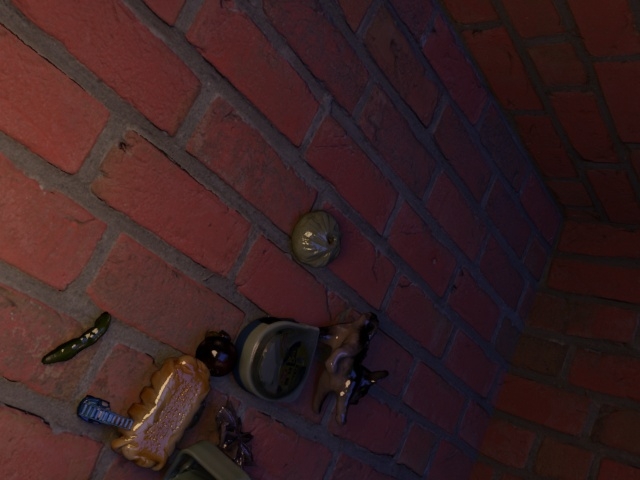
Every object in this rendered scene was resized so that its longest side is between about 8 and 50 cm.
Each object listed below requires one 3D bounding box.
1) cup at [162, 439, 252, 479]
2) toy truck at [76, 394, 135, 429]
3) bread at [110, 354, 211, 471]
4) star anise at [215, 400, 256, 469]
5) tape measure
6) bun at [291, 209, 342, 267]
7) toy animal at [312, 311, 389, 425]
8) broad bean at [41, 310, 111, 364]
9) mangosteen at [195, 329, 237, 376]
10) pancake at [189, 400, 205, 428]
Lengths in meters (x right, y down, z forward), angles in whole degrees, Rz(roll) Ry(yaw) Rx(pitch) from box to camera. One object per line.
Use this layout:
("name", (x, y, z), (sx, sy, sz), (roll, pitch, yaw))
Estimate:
("cup", (-0.289, 0.783, 1.746), (0.310, 0.392, 0.401), (-51, 125, -35))
("toy truck", (-0.540, 0.438, 1.611), (0.136, 0.074, 0.063), (28, 75, -28))
("bread", (-0.419, 0.453, 1.724), (0.173, 0.121, 0.311), (46, 64, -28))
("star anise", (-0.264, 0.583, 1.894), (0.262, 0.081, 0.230), (60, 18, -62))
("tape measure", (-0.143, 0.365, 1.998), (0.262, 0.138, 0.259), (21, 81, -47))
("bun", (0.000, 0.000, 2.096), (0.195, 0.118, 0.195), (-15, 109, -48))
("toy animal", (0.110, 0.433, 2.240), (0.302, 0.194, 0.344), (-28, 122, -35))
("broad bean", (-0.580, 0.243, 1.559), (0.195, 0.061, 0.046), (-44, 124, -33))
("mangosteen", (-0.296, 0.319, 1.845), (0.140, 0.140, 0.140), (-11, 105, -45))
("pancake", (-0.386, 0.490, 1.843), (0.129, 0.022, 0.116), (27, 78, -47))
